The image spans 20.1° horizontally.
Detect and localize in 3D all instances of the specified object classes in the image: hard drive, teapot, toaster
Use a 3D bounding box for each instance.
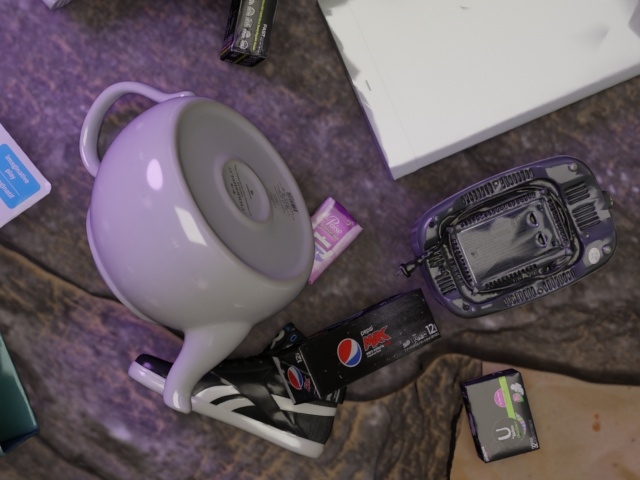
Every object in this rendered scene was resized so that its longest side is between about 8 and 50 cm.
[{"bbox_3d":[0.176,-0.215,1.868,0.308,0.040,0.203,-23,91,-2],"label":"hard drive"},{"bbox_3d":[-0.143,-0.011,1.780,0.187,0.256,0.252,-30,114,28],"label":"teapot"},{"bbox_3d":[0.180,0.002,1.815,0.227,0.146,0.129,-24,90,-3],"label":"toaster"}]

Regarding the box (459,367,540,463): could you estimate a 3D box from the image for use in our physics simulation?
[{"bbox_3d":[0.184,0.180,1.862,0.062,0.052,0.083,-15,92,-3],"label":"box"}]

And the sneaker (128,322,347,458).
[{"bbox_3d":[-0.078,0.129,1.843,0.217,0.079,0.121,24,85,-10],"label":"sneaker"}]

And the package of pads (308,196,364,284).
[{"bbox_3d":[0.000,0.000,1.864,0.050,0.032,0.083,44,88,-5],"label":"package of pads"}]

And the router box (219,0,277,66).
[{"bbox_3d":[-0.070,-0.226,1.815,0.038,0.122,0.092,12,90,-8],"label":"router box"}]

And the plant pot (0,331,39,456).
[{"bbox_3d":[-0.431,0.165,1.783,0.234,0.165,0.165,-21,91,3],"label":"plant pot"}]

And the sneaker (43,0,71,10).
[{"bbox_3d":[-0.209,-0.379,1.822,0.282,0.102,0.161,-36,89,-2],"label":"sneaker"}]

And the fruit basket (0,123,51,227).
[{"bbox_3d":[-0.499,-0.070,1.759,0.353,0.165,0.327,-38,74,-10],"label":"fruit basket"}]

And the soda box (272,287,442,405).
[{"bbox_3d":[0.038,0.106,1.816,0.169,0.053,0.060,-24,92,-35],"label":"soda box"}]
